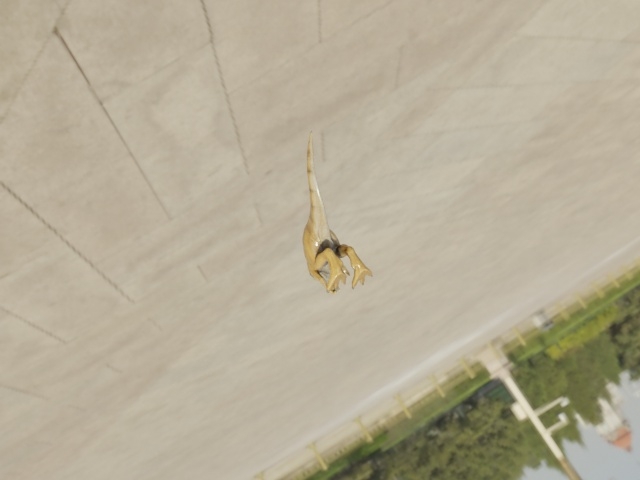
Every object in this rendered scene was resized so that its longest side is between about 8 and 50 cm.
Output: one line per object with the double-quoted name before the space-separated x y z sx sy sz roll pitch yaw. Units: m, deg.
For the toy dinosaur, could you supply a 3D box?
"toy dinosaur" 0.000 0.000 0.924 0.064 0.112 0.211 -29 145 -24
